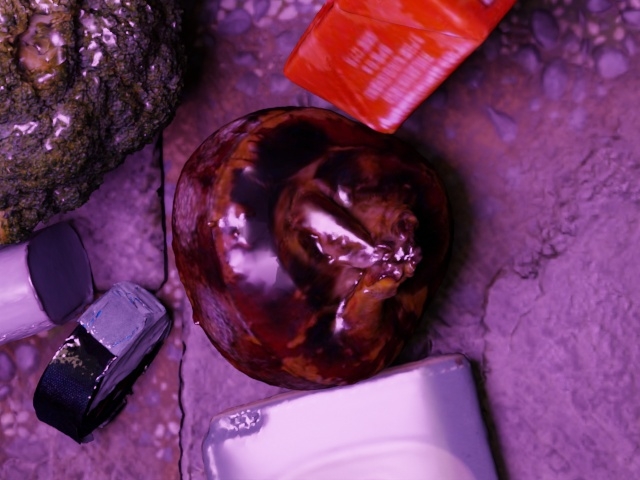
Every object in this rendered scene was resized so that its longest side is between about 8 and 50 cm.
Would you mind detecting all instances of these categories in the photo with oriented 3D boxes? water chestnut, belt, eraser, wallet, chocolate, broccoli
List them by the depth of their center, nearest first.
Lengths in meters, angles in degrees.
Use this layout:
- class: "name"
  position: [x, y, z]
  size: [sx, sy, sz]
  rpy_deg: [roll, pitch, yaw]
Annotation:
- class: "chocolate"
  position: [0.102, -0.209, 1.309]
  size: [0.108, 0.235, 0.237]
  rpy_deg: [42, 66, -1]
- class: "water chestnut"
  position: [0.000, 0.000, 1.373]
  size: [0.223, 0.238, 0.224]
  rpy_deg: [2, 85, -27]
- class: "broccoli"
  position: [-0.236, -0.167, 1.386]
  size: [0.283, 0.321, 0.304]
  rpy_deg: [26, 65, -4]
- class: "wallet"
  position: [0.041, 0.289, 1.430]
  size: [0.252, 0.083, 0.360]
  rpy_deg: [-14, 85, 10]
- class: "eraser"
  position: [-0.313, 0.061, 1.470]
  size: [0.227, 0.174, 0.081]
  rpy_deg: [-18, 96, 9]
- class: "belt"
  position: [-0.182, 0.099, 1.479]
  size: [0.058, 0.105, 0.140]
  rpy_deg: [35, 86, 13]
